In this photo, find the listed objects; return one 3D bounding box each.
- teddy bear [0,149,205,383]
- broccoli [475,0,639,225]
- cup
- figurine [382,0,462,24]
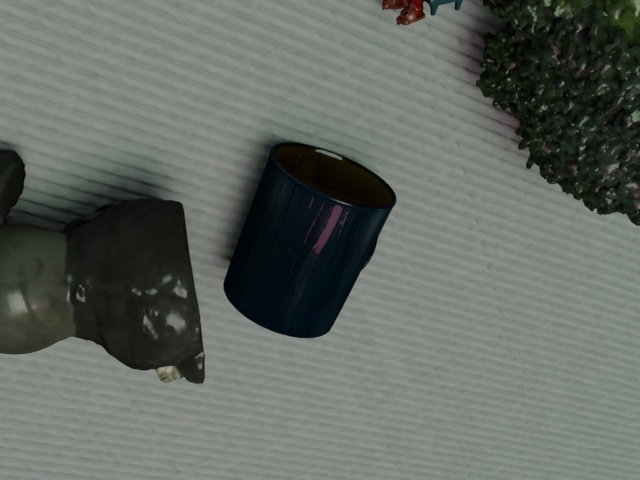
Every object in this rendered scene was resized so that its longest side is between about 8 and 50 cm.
[{"bbox_3d":[-0.209,0.020,0.753,0.251,0.144,0.171,7,82,-9],"label":"teddy bear"},{"bbox_3d":[0.350,-0.178,0.834,0.397,0.275,0.353,-35,147,-25],"label":"broccoli"},{"bbox_3d":[0.002,0.005,0.830,0.150,0.113,0.138,12,115,-26],"label":"cup"},{"bbox_3d":[0.079,-0.247,0.738,0.075,0.068,0.140,-17,126,-9],"label":"figurine"}]
